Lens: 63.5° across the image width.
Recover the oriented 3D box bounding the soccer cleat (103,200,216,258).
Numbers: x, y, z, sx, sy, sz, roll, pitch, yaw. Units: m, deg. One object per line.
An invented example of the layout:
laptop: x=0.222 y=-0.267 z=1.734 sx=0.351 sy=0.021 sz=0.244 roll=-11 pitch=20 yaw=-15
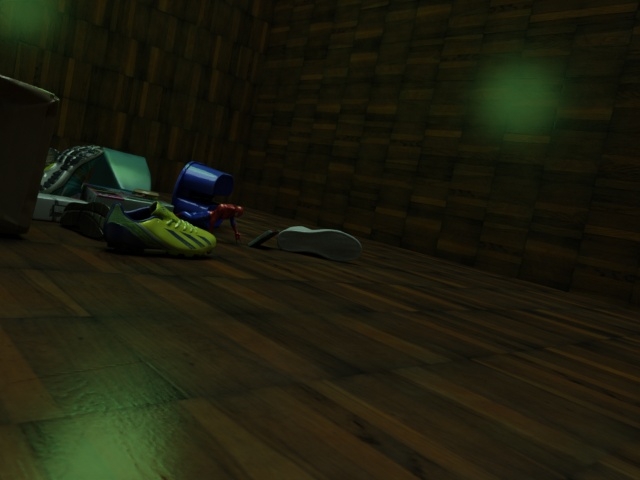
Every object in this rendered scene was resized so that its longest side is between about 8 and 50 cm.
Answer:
soccer cleat: x=-0.355 y=-0.027 z=1.199 sx=0.093 sy=0.121 sz=0.289 roll=15 pitch=6 yaw=42

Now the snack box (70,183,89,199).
snack box: x=-0.876 y=-0.177 z=2.039 sx=0.207 sy=0.070 sz=0.174 roll=18 pitch=8 yaw=41

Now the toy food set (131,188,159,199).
toy food set: x=-0.547 y=-0.145 z=1.618 sx=0.083 sy=0.020 sz=0.082 roll=11 pitch=5 yaw=-25

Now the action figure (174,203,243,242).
action figure: x=-0.364 y=-0.043 z=1.690 sx=0.280 sy=0.139 sz=0.091 roll=-11 pitch=-3 yaw=26

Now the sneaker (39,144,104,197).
sneaker: x=-0.761 y=-0.197 z=1.570 sx=0.107 sy=0.110 sz=0.275 roll=15 pitch=49 yaw=18

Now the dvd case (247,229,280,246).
dvd case: x=-0.186 y=-0.009 z=1.724 sx=0.087 sy=0.013 sz=0.119 roll=-32 pitch=-3 yaw=12

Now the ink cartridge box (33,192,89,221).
ink cartridge box: x=-0.723 y=-0.089 z=1.402 sx=0.150 sy=0.063 sz=0.109 roll=7 pitch=7 yaw=-42

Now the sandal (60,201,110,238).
sandal: x=-0.571 y=-0.046 z=1.290 sx=0.219 sy=0.090 sz=0.060 roll=6 pitch=-21 yaw=36

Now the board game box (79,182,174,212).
board game box: x=-0.612 y=-0.099 z=1.606 sx=0.224 sy=0.098 sz=0.303 roll=9 pitch=5 yaw=-33

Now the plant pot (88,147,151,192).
plant pot: x=-0.710 y=-0.190 z=1.863 sx=0.165 sy=0.166 sz=0.234 roll=11 pitch=30 yaw=-40

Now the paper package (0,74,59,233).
paper package: x=-0.713 y=-0.187 z=1.102 sx=0.168 sy=0.310 sz=0.324 roll=13 pitch=3 yaw=-43

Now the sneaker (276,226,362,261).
sneaker: x=0.000 y=0.000 z=1.830 sx=0.292 sy=0.108 sz=0.169 roll=10 pitch=8 yaw=0

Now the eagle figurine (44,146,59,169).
eagle figurine: x=-1.174 y=-0.294 z=2.050 sx=0.225 sy=0.226 sz=0.298 roll=33 pitch=-13 yaw=-34

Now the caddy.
caddy: x=-0.473 y=-0.177 z=2.015 sx=0.179 sy=0.241 sz=0.341 roll=18 pitch=5 yaw=4
